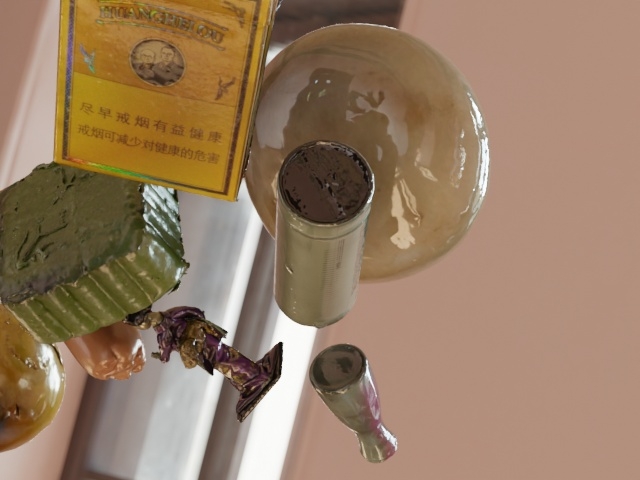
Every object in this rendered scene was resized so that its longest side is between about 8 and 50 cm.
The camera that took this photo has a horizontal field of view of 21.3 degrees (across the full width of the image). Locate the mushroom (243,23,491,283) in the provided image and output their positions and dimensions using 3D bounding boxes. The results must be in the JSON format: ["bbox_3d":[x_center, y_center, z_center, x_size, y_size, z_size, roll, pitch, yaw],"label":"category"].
[{"bbox_3d":[0.070,-0.124,2.341,0.362,0.362,0.294,11,19,26],"label":"mushroom"}]

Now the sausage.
[{"bbox_3d":[-0.305,0.047,2.022,0.289,0.086,0.086,54,10,23],"label":"sausage"}]

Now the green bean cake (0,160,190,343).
[{"bbox_3d":[-0.255,-0.003,1.860,0.200,0.214,0.113,-25,-47,14],"label":"green bean cake"}]

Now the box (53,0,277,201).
[{"bbox_3d":[-0.148,-0.175,1.613,0.193,0.084,0.301,12,-38,-1],"label":"box"}]

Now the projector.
[{"bbox_3d":[0.000,0.000,1.961,0.108,0.108,0.337,14,-22,3],"label":"projector"}]

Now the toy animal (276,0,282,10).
[{"bbox_3d":[-0.045,-0.320,1.799,0.079,0.253,0.070,11,-3,5],"label":"toy animal"}]

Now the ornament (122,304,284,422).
[{"bbox_3d":[-0.148,0.122,1.944,0.203,0.081,0.088,26,24,-16],"label":"ornament"}]

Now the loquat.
[{"bbox_3d":[-0.495,0.202,2.516,0.235,0.235,0.235,14,-7,2],"label":"loquat"}]

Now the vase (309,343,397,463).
[{"bbox_3d":[0.055,0.242,2.443,0.086,0.086,0.214,10,-34,30],"label":"vase"}]
